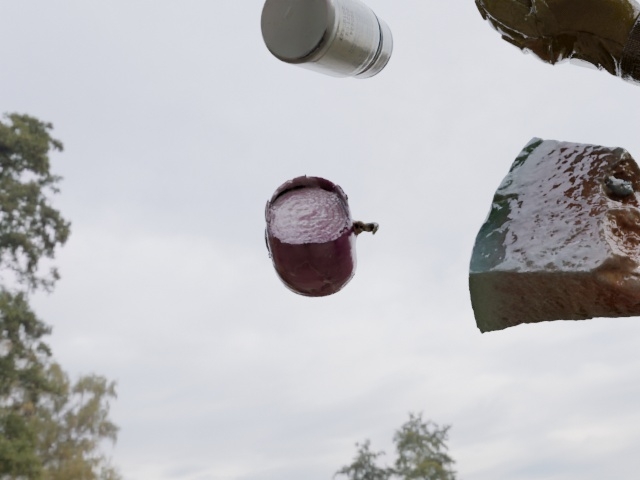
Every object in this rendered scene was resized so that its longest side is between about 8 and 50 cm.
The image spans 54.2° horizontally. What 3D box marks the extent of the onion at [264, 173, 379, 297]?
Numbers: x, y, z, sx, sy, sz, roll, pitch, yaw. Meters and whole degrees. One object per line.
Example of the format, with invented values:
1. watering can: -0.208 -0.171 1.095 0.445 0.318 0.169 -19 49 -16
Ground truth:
1. onion: -0.014 0.003 1.083 0.201 0.207 0.200 -27 -37 -22

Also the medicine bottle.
1. medicine bottle: 0.022 -0.359 1.089 0.144 0.143 0.258 -23 -8 30

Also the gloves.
1. gloves: 0.319 -0.303 0.824 0.154 0.331 0.141 -31 -32 -46

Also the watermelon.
1. watermelon: 0.324 -0.017 0.880 0.151 0.264 0.302 43 -29 -18
